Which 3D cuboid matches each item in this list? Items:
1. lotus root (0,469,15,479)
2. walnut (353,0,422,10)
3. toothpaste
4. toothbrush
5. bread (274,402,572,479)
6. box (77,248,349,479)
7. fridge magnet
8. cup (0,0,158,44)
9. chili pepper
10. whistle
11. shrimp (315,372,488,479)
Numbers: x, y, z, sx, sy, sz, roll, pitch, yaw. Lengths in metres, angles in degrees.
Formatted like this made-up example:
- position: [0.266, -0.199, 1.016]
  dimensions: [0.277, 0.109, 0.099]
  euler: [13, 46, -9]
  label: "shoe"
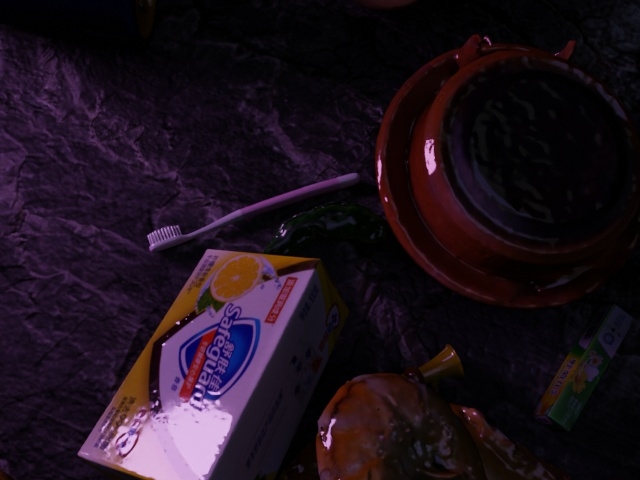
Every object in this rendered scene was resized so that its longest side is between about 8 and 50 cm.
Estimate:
- position: [-0.346, 0.323, 0.642]
  dimensions: [0.120, 0.120, 0.209]
  euler: [-5, 74, -10]
  label: "lotus root"
- position: [0.114, -0.495, 0.821]
  dimensions: [0.384, 0.383, 0.383]
  euler: [2, 76, -8]
  label: "walnut"
- position: [0.337, 0.163, 0.823]
  dimensions: [0.037, 0.043, 0.178]
  euler: [36, 74, 5]
  label: "toothpaste"
- position: [-0.081, -0.042, 0.824]
  dimensions: [0.287, 0.020, 0.025]
  euler: [-19, 73, -12]
  label: "toothbrush"
- position: [0.107, 0.363, 0.652]
  dimensions: [0.399, 0.215, 0.397]
  euler: [2, 75, -7]
  label: "bread"
- position: [-0.098, 0.140, 0.663]
  dimensions: [0.169, 0.097, 0.265]
  euler: [5, 53, 34]
  label: "box"
- position: [0.249, -0.092, 0.815]
  dimensions: [0.364, 0.155, 0.363]
  euler: [2, 76, -7]
  label: "fridge magnet"
- position: [-0.340, -0.362, 0.821]
  dimensions: [0.257, 0.255, 0.178]
  euler: [6, 113, -4]
  label: "cup"
- position: [-0.004, -0.005, 0.811]
  dimensions: [0.182, 0.050, 0.073]
  euler: [-21, 87, -11]
  label: "chili pepper"
- position: [0.124, 0.178, 0.797]
  dimensions: [0.109, 0.057, 0.046]
  euler: [-27, 37, -5]
  label: "whistle"
- position: [0.094, 0.249, 0.553]
  dimensions: [0.152, 0.063, 0.287]
  euler: [-13, 69, -25]
  label: "shrimp"
